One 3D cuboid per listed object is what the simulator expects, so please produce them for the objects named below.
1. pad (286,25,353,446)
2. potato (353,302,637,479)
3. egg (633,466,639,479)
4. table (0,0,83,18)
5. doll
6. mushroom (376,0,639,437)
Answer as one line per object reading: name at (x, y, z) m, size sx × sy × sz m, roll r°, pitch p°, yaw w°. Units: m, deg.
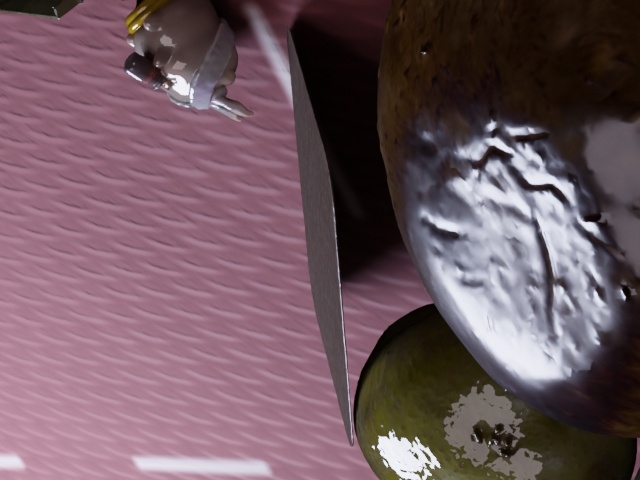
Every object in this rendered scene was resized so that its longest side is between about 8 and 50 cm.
pad at (0.000, 0.000, 1.333) m, size 0.002 × 0.176 × 0.266 m, roll -10°, pitch 131°, yaw -5°
potato at (0.109, 0.124, 1.324) m, size 0.174 × 0.159 × 0.251 m, roll 70°, pitch 161°, yaw -2°
egg at (0.279, 0.180, 1.243) m, size 0.164 × 0.131 × 0.131 m, roll 16°, pitch 135°, yaw 25°
table at (-0.189, -0.203, 1.350) m, size 0.079 × 0.083 × 0.062 m, roll 11°, pitch 133°, yaw 38°
doll at (-0.098, -0.127, 1.339) m, size 0.127 × 0.084 × 0.073 m, roll 55°, pitch 143°, yaw -1°
mushroom at (0.152, -0.048, 1.073) m, size 0.345 × 0.239 × 0.345 m, roll 13°, pitch 112°, yaw 35°
